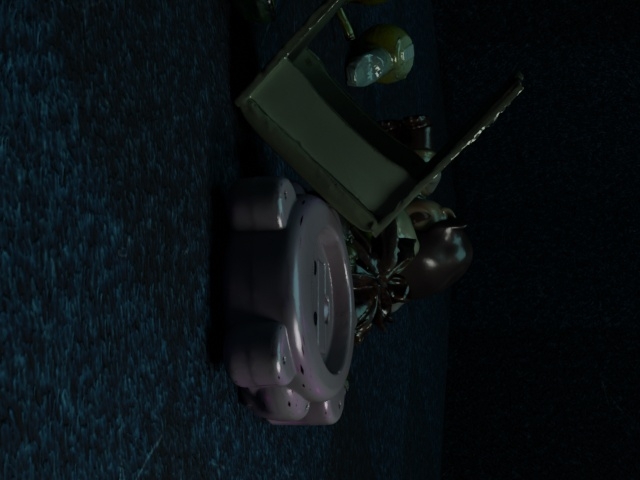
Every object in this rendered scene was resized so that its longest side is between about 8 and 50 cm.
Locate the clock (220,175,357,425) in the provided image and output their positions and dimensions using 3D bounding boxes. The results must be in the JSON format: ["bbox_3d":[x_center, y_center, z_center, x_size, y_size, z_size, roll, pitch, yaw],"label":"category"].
[{"bbox_3d":[-0.041,0.072,1.479,0.322,0.113,0.295,44,45,-71],"label":"clock"}]

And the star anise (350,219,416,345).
[{"bbox_3d":[0.070,0.064,1.936,0.283,0.129,0.212,-45,128,-35],"label":"star anise"}]

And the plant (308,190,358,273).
[{"bbox_3d":[0.000,0.000,1.758,0.092,0.094,0.143,-52,129,-53],"label":"plant"}]

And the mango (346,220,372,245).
[{"bbox_3d":[0.069,-0.048,2.040,0.089,0.117,0.163,-41,148,-15],"label":"mango"}]

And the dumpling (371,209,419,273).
[{"bbox_3d":[0.111,0.006,2.206,0.250,0.132,0.162,-106,180,-71],"label":"dumpling"}]

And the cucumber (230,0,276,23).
[{"bbox_3d":[-0.091,-0.337,1.442,0.115,0.062,0.116,75,9,-53],"label":"cucumber"}]

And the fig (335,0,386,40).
[{"bbox_3d":[0.074,-0.481,2.188,0.142,0.186,0.148,40,-26,36],"label":"fig"}]

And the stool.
[{"bbox_3d":[0.075,-0.189,1.515,0.243,0.269,0.170,44,17,-3],"label":"stool"}]

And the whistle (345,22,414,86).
[{"bbox_3d":[0.101,-0.351,2.354,0.223,0.123,0.122,-40,130,-49],"label":"whistle"}]

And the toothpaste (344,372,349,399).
[{"bbox_3d":[0.040,0.185,2.060,0.045,0.028,0.169,51,40,-53],"label":"toothpaste"}]

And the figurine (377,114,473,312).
[{"bbox_3d":[0.181,-0.059,2.377,0.206,0.218,0.364,-38,118,-74],"label":"figurine"}]
